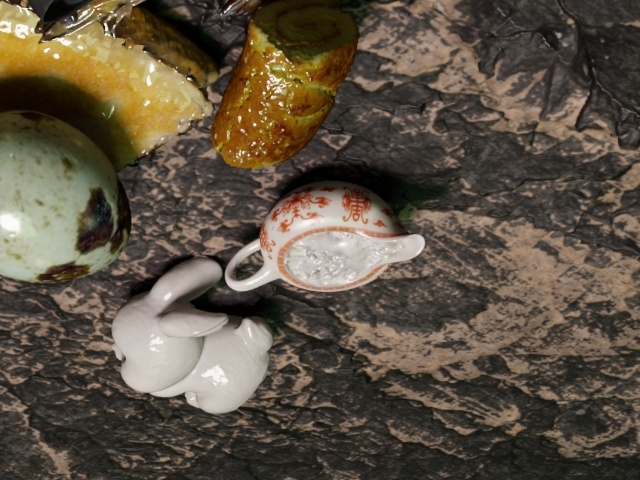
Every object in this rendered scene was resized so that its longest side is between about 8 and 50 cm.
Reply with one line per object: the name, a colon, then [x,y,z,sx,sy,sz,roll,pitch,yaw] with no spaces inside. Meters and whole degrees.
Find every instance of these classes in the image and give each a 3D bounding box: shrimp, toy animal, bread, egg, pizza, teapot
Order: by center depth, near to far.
shrimp: [-0.133,-0.253,1.672,0.296,0.058,0.169,-32,134,12]
bread: [-0.036,-0.162,1.757,0.132,0.103,0.172,-26,156,-38]
egg: [-0.287,-0.039,1.757,0.169,0.169,0.231,-24,148,26]
pizza: [-0.305,-0.168,1.789,0.392,0.080,0.435,-9,142,10]
teapot: [0.000,0.000,1.981,0.245,0.116,0.159,-24,148,22]
toy animal: [-0.152,0.124,2.114,0.178,0.127,0.193,-26,134,24]

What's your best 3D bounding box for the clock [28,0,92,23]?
clock: [-0.188,-0.264,1.520,0.184,0.184,0.040,-38,93,36]
